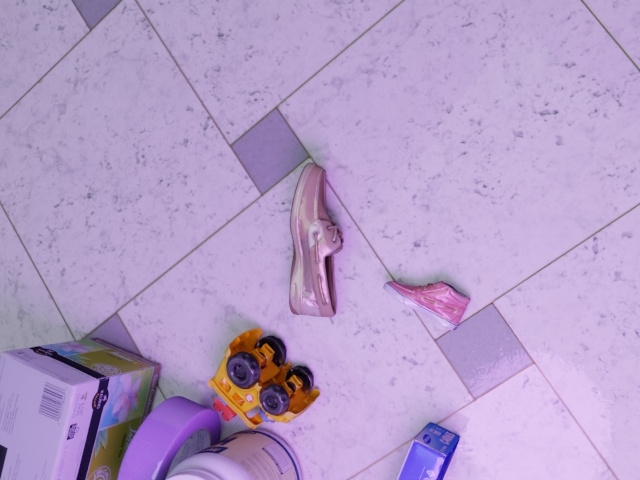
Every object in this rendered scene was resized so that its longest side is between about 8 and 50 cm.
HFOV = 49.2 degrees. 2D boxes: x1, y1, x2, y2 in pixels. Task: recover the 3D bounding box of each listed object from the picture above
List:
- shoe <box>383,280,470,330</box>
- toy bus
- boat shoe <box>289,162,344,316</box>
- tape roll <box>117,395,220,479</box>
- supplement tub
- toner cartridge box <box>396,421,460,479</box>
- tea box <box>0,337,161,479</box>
[{"bbox_3d":[0.226,0.113,1.485,0.178,0.063,0.081,30,98,13],"label":"shoe"},{"bbox_3d":[-0.145,0.346,1.581,0.220,0.149,0.211,42,116,13],"label":"toy bus"},{"bbox_3d":[0.000,0.000,1.546,0.110,0.121,0.341,5,101,16],"label":"boat shoe"},{"bbox_3d":[-0.334,0.494,1.567,0.090,0.275,0.275,18,95,20],"label":"tape roll"},{"bbox_3d":[-0.196,0.551,1.489,0.235,0.325,0.236,-1,88,20],"label":"supplement tub"},{"bbox_3d":[0.177,0.560,1.438,0.075,0.165,0.348,23,96,19],"label":"toner cartridge box"},{"bbox_3d":[-0.583,0.428,1.634,0.219,0.323,0.329,17,96,20],"label":"tea box"}]
